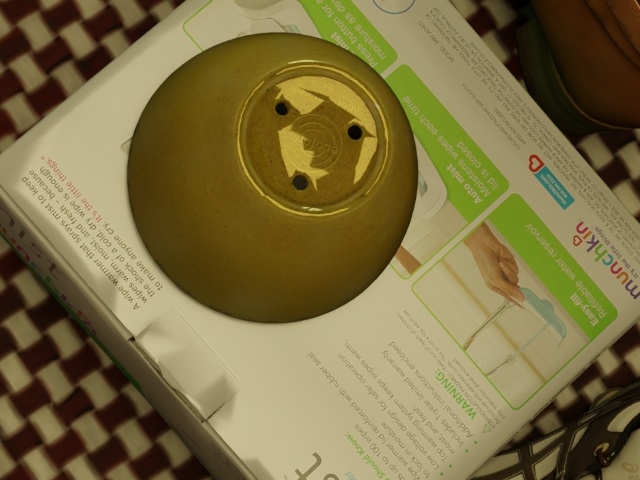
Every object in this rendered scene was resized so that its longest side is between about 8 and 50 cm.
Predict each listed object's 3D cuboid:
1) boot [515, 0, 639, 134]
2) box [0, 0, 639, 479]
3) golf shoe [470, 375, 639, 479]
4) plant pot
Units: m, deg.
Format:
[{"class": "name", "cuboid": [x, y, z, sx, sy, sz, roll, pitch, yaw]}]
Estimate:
[{"class": "boot", "cuboid": [0.126, -0.192, 0.954, 0.109, 0.220, 0.283, -14, 86, -13]}, {"class": "box", "cuboid": [0.000, 0.000, 0.953, 0.231, 0.127, 0.262, -42, 93, -13]}, {"class": "golf shoe", "cuboid": [0.130, 0.129, 0.983, 0.198, 0.094, 0.077, -37, 93, -12]}, {"class": "plant pot", "cuboid": [-0.013, -0.035, 0.843, 0.134, 0.095, 0.134, 2, 81, -11]}]
